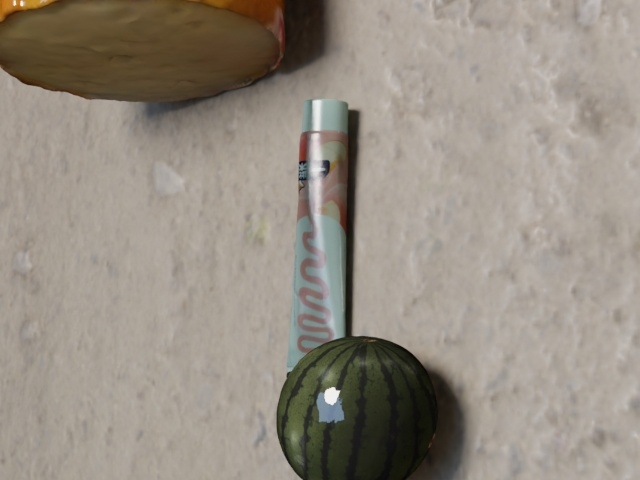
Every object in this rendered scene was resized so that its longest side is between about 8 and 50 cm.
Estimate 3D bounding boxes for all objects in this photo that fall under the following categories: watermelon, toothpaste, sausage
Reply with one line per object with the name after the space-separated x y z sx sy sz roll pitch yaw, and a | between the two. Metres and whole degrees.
0.023 0.127 0.805 0.105 0.105 0.133 28 122 42 | watermelon
0.000 0.000 0.894 0.056 0.036 0.205 -2 85 41 | toothpaste
-0.139 -0.273 0.944 0.233 0.233 0.287 -8 75 41 | sausage
